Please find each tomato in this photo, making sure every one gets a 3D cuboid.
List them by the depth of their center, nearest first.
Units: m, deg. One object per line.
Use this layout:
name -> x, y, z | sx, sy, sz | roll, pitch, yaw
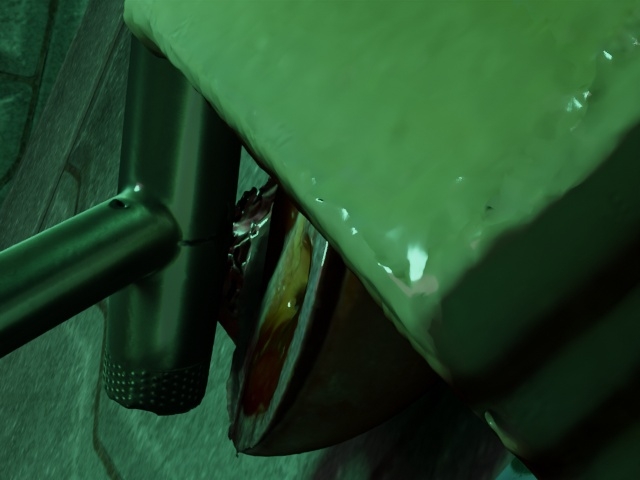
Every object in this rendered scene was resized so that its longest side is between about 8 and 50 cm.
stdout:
tomato -> 0.027, 0.017, 0.878 | 0.228, 0.112, 0.199 | -83, 15, -44

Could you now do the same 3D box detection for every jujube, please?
jujube -> -0.002, -0.003, 1.036 | 0.166, 0.104, 0.104 | -45, 25, 25

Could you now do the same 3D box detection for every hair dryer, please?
hair dryer -> -0.095, -0.032, 0.813 | 0.284, 0.155, 0.320 | -45, -31, -66

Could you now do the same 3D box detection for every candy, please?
candy -> 0.060, -0.063, 0.640 | 0.179, 0.135, 0.321 | -41, 33, 1

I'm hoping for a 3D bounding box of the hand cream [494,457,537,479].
hand cream -> 0.077, 0.128, 0.687 | 0.271, 0.058, 0.091 | -54, 28, 30
